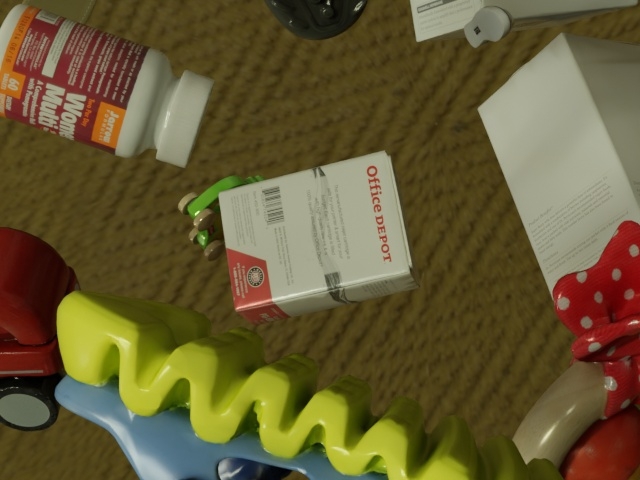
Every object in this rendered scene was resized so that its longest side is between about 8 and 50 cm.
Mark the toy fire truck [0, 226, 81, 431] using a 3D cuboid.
[{"bbox_3d":[-0.311,0.016,0.911,0.217,0.159,0.246,-2,133,4],"label":"toy fire truck"}]

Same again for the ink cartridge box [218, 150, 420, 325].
[{"bbox_3d":[0.000,0.000,0.869,0.135,0.056,0.099,-13,71,10],"label":"ink cartridge box"}]

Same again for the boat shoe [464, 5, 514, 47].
[{"bbox_3d":[0.172,-0.214,1.129,0.035,0.100,0.035,-28,92,-8],"label":"boat shoe"}]

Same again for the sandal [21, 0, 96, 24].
[{"bbox_3d":[-0.406,-0.286,1.653,0.088,0.079,0.240,33,83,-12],"label":"sandal"}]

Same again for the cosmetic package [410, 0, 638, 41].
[{"bbox_3d":[0.214,-0.353,1.293,0.224,0.138,0.225,-11,95,-29],"label":"cosmetic package"}]

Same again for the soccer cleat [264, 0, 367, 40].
[{"bbox_3d":[-0.043,-0.308,0.867,0.108,0.116,0.318,-24,109,-4],"label":"soccer cleat"}]

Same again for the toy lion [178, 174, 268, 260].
[{"bbox_3d":[-0.084,-0.031,1.110,0.096,0.100,0.034,-38,67,-14],"label":"toy lion"}]

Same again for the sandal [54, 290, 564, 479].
[{"bbox_3d":[0.006,0.135,0.530,0.317,0.126,0.138,20,92,18],"label":"sandal"}]

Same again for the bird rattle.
[{"bbox_3d":[0.215,0.121,0.803,0.207,0.253,0.143,-51,57,5],"label":"bird rattle"}]

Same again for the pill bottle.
[{"bbox_3d":[-0.231,-0.158,1.214,0.221,0.121,0.121,19,97,-6],"label":"pill bottle"}]

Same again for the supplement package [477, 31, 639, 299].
[{"bbox_3d":[0.360,-0.091,1.469,0.177,0.175,0.293,-42,57,46],"label":"supplement package"}]
